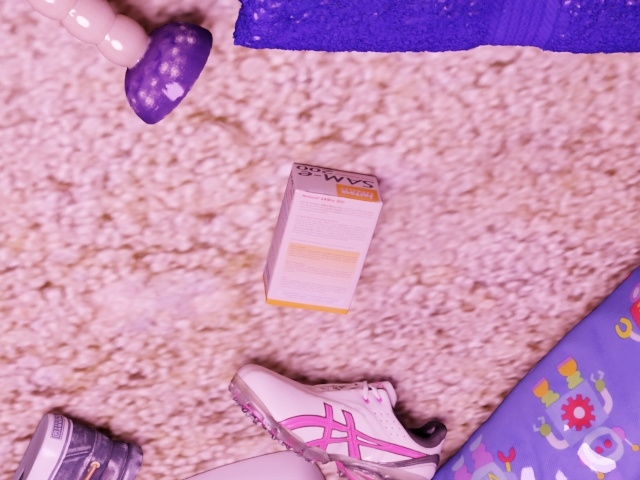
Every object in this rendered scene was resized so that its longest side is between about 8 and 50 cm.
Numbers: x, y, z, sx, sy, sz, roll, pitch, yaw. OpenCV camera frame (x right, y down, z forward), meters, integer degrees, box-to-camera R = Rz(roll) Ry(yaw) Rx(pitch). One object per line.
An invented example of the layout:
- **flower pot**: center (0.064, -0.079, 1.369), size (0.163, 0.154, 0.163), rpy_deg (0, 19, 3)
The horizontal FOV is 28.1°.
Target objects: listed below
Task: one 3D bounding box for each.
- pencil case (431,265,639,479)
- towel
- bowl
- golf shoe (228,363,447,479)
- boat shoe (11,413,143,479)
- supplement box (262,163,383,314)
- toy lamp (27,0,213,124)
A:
- **pencil case**: center (0.209, 0.144, 0.962), size (0.119, 0.133, 0.306), rpy_deg (9, 129, -48)
- **towel**: center (0.104, -0.208, 0.741), size (0.308, 0.076, 0.228), rpy_deg (-1, 123, -6)
- **bowl**: center (-0.054, 0.248, 1.047), size (0.142, 0.053, 0.142), rpy_deg (-17, 124, 6)
- **golf shoe**: center (0.014, 0.134, 0.979), size (0.186, 0.067, 0.086), rpy_deg (33, 88, -25)
- **boat shoe**: center (-0.209, 0.220, 0.999), size (0.083, 0.065, 0.183), rpy_deg (23, 118, -19)
- **supplement box**: center (0.000, 0.000, 0.893), size (0.062, 0.036, 0.098), rpy_deg (9, 123, -13)
- **toy lamp**: center (-0.191, -0.166, 0.732), size (0.274, 0.080, 0.080), rpy_deg (34, 114, -25)
